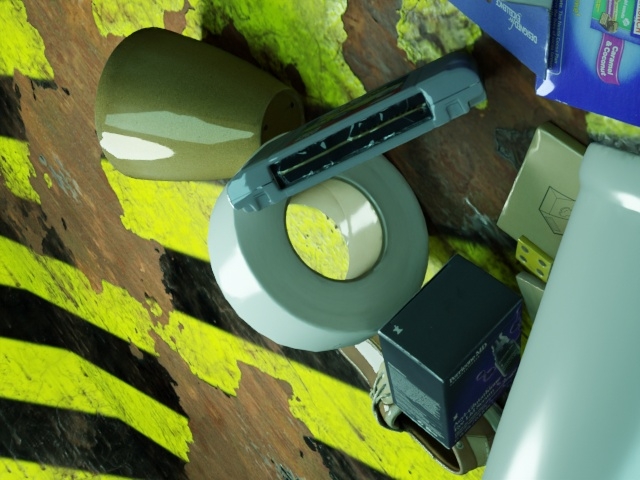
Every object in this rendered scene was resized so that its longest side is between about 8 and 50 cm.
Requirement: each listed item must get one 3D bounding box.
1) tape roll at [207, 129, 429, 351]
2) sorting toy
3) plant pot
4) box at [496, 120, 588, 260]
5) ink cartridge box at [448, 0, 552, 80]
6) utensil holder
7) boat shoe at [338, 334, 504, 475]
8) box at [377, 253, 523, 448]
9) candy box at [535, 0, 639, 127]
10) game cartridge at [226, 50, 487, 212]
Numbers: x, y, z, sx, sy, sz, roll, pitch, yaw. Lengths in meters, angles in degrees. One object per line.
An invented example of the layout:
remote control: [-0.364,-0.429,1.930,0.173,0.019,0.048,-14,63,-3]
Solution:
tape roll: [0.000,0.000,1.176,0.286,0.286,0.100,57,146,3]
sorting toy: [0.302,0.089,1.033,0.132,0.046,0.274,33,159,47]
plant pot: [-0.160,-0.186,1.321,0.254,0.237,0.237,13,127,30]
box: [0.303,-0.018,1.004,0.201,0.021,0.164,42,143,25]
ink cartridge box: [0.127,-0.345,0.828,0.303,0.072,0.307,-120,24,-50]
utensil holder: [0.308,0.150,0.715,0.327,0.327,0.385,27,104,39]
boat shoe: [0.130,0.225,1.333,0.324,0.116,0.123,35,140,32]
box: [0.170,0.146,1.142,0.108,0.153,0.207,36,159,30]
candy box: [0.343,-0.209,0.709,0.317,0.122,0.268,30,137,39]
game cartridge: [0.044,-0.128,1.007,0.294,0.196,0.060,-24,98,15]
